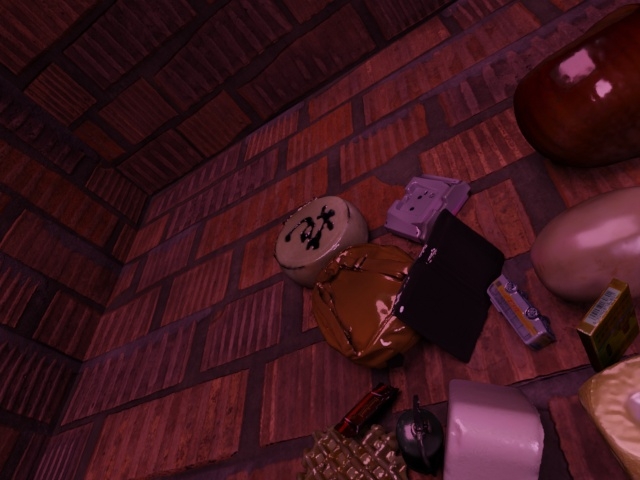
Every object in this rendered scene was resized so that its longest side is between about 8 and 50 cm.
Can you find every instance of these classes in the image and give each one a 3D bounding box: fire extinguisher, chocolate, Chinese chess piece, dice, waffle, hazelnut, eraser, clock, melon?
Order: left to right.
[{"bbox_3d":[0.000,0.000,1.573,0.350,0.146,0.349,-25,41,24],"label":"Chinese chess piece"},{"bbox_3d":[0.061,0.572,1.026,0.310,0.056,0.291,-16,44,31],"label":"waffle"},{"bbox_3d":[0.116,0.421,1.095,0.182,0.028,0.086,-38,16,-28],"label":"chocolate"},{"bbox_3d":[0.198,0.392,0.866,0.093,0.294,0.118,-8,54,9],"label":"fire extinguisher"},{"bbox_3d":[0.335,-0.107,1.410,0.253,0.083,0.186,-52,36,-11],"label":"clock"},{"bbox_3d":[0.305,0.384,0.820,0.150,0.331,0.331,4,55,20],"label":"eraser"},{"bbox_3d":[0.716,-0.375,1.122,0.410,0.359,0.359,-27,39,15],"label":"hazelnut"},{"bbox_3d":[0.609,0.012,0.912,0.317,0.223,0.223,-27,39,22],"label":"melon"},{"bbox_3d":[0.553,0.302,0.724,0.169,0.169,0.166,-32,39,16],"label":"dice"}]

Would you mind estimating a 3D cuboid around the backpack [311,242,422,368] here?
[{"bbox_3d":[0.146,0.161,1.226,0.353,0.201,0.378,-45,38,1],"label":"backpack"}]

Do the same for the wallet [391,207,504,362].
[{"bbox_3d":[0.327,0.103,1.089,0.322,0.247,0.041,-62,14,-23],"label":"wallet"}]

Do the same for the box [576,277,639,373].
[{"bbox_3d":[0.551,0.170,0.835,0.121,0.193,0.030,-49,39,-7],"label":"box"}]

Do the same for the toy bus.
[{"bbox_3d":[0.469,0.166,1.034,0.075,0.064,0.190,-46,34,18],"label":"toy bus"}]
